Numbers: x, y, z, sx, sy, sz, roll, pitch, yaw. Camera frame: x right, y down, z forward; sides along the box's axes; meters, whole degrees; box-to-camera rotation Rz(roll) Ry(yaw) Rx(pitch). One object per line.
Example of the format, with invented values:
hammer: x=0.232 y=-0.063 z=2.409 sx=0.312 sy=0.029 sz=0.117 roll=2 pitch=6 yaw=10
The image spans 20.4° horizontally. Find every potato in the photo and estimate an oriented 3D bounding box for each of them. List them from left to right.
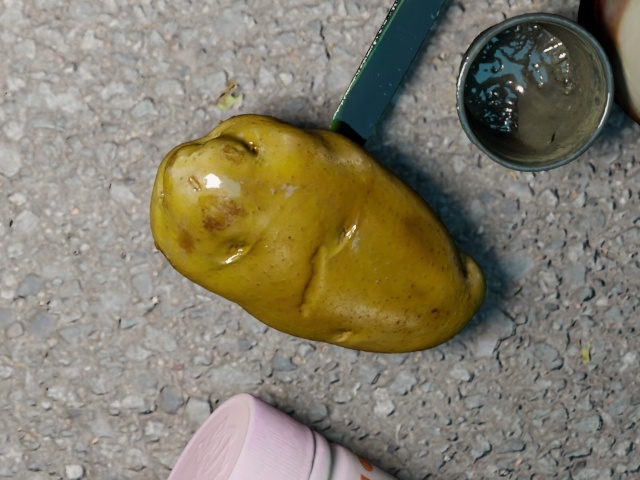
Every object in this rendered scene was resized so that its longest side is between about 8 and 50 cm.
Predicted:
potato: x=0.000 y=0.000 z=1.771 sx=0.369 sy=0.176 sz=0.195 roll=29 pitch=83 yaw=-24

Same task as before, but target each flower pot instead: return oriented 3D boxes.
flower pot: x=0.205 y=-0.155 z=1.775 sx=0.157 sy=0.107 sz=0.157 roll=-1 pitch=105 yaw=-5

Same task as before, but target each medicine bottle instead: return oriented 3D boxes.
medicine bottle: x=0.003 y=0.317 z=1.839 sx=0.316 sy=0.202 sz=0.202 roll=32 pitch=100 yaw=-16

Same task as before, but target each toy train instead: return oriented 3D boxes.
toy train: x=0.068 y=-0.183 z=1.780 sx=0.044 sy=0.042 sz=0.209 roll=29 pitch=101 yaw=-4

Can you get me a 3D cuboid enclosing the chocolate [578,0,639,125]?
chocolate: x=0.412 y=-0.207 z=1.746 sx=0.284 sy=0.186 sz=0.283 roll=-2 pitch=106 yaw=-7
